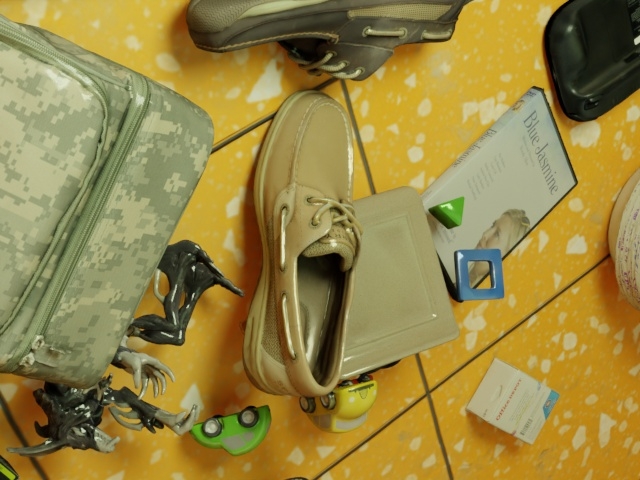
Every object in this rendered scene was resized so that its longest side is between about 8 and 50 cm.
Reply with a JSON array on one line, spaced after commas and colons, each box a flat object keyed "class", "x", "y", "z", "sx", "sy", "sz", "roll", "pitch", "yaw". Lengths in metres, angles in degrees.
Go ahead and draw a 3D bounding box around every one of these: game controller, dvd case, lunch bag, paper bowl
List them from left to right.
[{"class": "lunch bag", "x": -0.277, "y": -0.041, "z": 0.942, "sx": 0.256, "sy": 0.212, "sz": 0.305, "roll": 25, "pitch": 93, "yaw": -44}, {"class": "dvd case", "x": 0.235, "y": -0.059, "z": 1.467, "sx": 0.253, "sy": 0.022, "sz": 0.180, "roll": -44, "pitch": 129, "yaw": -15}, {"class": "game controller", "x": 0.432, "y": -0.297, "z": 1.506, "sx": 0.319, "sy": 0.067, "sz": 0.166, "roll": -35, "pitch": 112, "yaw": -22}, {"class": "paper bowl", "x": 0.544, "y": -0.018, "z": 1.643, "sx": 0.284, "sy": 0.148, "sz": 0.284, "roll": -15, "pitch": 117, "yaw": -32}]

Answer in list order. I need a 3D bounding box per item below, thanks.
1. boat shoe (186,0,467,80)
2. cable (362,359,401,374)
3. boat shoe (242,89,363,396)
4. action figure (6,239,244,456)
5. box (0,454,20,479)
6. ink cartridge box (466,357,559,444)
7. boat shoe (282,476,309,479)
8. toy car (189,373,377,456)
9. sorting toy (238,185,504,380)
[{"class": "boat shoe", "x": 0.027, "y": -0.230, "z": 1.160, "sx": 0.355, "sy": 0.132, "sz": 0.130, "roll": -18, "pitch": 119, "yaw": -30}, {"class": "cable", "x": 0.048, "y": 0.104, "z": 1.381, "sx": 0.184, "sy": 0.047, "sz": 0.151, "roll": -6, "pitch": 119, "yaw": -34}, {"class": "boat shoe", "x": 0.000, "y": 0.000, "z": 1.198, "sx": 0.121, "sy": 0.110, "sz": 0.341, "roll": 10, "pitch": 81, "yaw": -38}, {"class": "action figure", "x": -0.191, "y": 0.132, "z": 1.130, "sx": 0.276, "sy": 0.141, "sz": 0.164, "roll": -54, "pitch": 163, "yaw": -13}, {"class": "box", "x": -0.421, "y": 0.240, "z": 1.067, "sx": 0.184, "sy": 0.045, "sz": 0.191, "roll": -48, "pitch": 129, "yaw": -15}, {"class": "ink cartridge box", "x": 0.282, "y": 0.235, "z": 1.609, "sx": 0.122, "sy": 0.052, "sz": 0.089, "roll": 32, "pitch": 87, "yaw": -43}, {"class": "boat shoe", "x": -0.118, "y": 0.357, "z": 1.318, "sx": 0.285, "sy": 0.103, "sz": 0.092, "roll": -23, "pitch": 127, "yaw": -22}, {"class": "toy car", "x": -0.039, "y": 0.209, "z": 1.280, "sx": 0.224, "sy": 0.239, "sz": 0.053, "roll": -15, "pitch": 84, "yaw": -1}, {"class": "sorting toy", "x": 0.057, "y": 0.049, "z": 1.312, "sx": 0.347, "sy": 0.047, "sz": 0.196, "roll": -17, "pitch": 88, "yaw": -23}]
